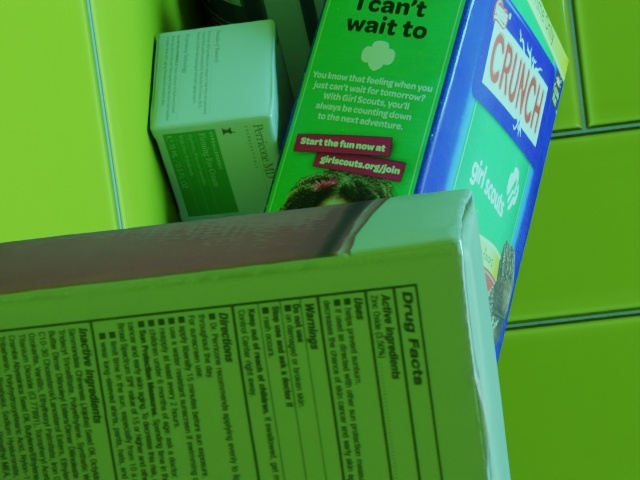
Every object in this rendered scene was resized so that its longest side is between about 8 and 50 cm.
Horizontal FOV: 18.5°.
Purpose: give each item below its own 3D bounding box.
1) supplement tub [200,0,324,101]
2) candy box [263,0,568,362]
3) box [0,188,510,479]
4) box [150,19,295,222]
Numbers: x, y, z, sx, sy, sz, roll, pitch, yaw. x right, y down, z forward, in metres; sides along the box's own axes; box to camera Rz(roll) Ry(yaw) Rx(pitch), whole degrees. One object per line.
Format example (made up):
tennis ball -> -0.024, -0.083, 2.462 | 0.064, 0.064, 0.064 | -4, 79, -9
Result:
supplement tub -> 0.001, -0.192, 1.603 | 0.272, 0.191, 0.191 | 77, 10, -45
candy box -> 0.072, -0.048, 1.425 | 0.268, 0.122, 0.317 | 44, 57, -64
box -> -0.041, 0.071, 0.827 | 0.127, 0.232, 0.149 | -62, 145, -77
box -> -0.065, -0.083, 1.382 | 0.101, 0.087, 0.102 | 76, 10, -47
